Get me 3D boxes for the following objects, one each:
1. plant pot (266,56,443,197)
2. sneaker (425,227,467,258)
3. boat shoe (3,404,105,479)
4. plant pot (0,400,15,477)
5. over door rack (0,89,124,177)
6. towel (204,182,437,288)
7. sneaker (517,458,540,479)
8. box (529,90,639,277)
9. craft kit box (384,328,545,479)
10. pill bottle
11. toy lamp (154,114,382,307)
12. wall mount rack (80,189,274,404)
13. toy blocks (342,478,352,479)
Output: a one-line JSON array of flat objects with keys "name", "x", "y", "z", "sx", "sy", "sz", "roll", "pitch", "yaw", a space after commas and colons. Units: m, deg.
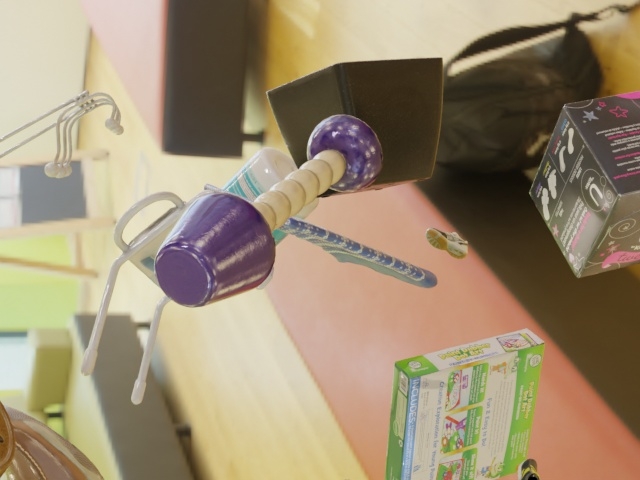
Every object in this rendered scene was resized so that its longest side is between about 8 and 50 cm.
[{"name": "plant pot", "x": 0.059, "y": -0.153, "z": 1.497, "sx": 0.188, "sy": 0.187, "sz": 0.167, "roll": -8, "pitch": 91, "yaw": 55}, {"name": "sneaker", "x": 0.212, "y": -0.002, "z": 1.782, "sx": 0.032, "sy": 0.083, "sz": 0.037, "roll": -35, "pitch": 29, "yaw": 47}, {"name": "boat shoe", "x": -0.331, "y": 0.344, "z": 1.333, "sx": 0.123, "sy": 0.116, "sz": 0.324, "roll": -2, "pitch": 127, "yaw": 46}, {"name": "plant pot", "x": -0.456, "y": 0.244, "z": 1.102, "sx": 0.254, "sy": 0.237, "sz": 0.237, "roll": -32, "pitch": 48, "yaw": 13}, {"name": "over door rack", "x": -0.459, "y": -0.133, "z": 1.629, "sx": 0.239, "sy": 0.324, "sz": 0.108, "roll": -161, "pitch": 52, "yaw": -81}, {"name": "towel", "x": 0.000, "y": 0.000, "z": 1.650, "sx": 0.243, "sy": 0.336, "sz": 0.040, "roll": 20, "pitch": 89, "yaw": 49}, {"name": "sneaker", "x": 0.300, "y": 0.340, "z": 1.512, "sx": 0.035, "sy": 0.031, "sz": 0.083, "roll": -38, "pitch": 9, "yaw": 36}, {"name": "box", "x": 0.398, "y": -0.074, "z": 1.235, "sx": 0.163, "sy": 0.247, "sz": 0.142, "roll": 99, "pitch": 156, "yaw": -52}, {"name": "craft kit box", "x": 0.222, "y": 0.277, "z": 1.645, "sx": 0.061, "sy": 0.247, "sz": 0.249, "roll": -135, "pitch": 42, "yaw": -54}, {"name": "pill bottle", "x": -0.138, "y": -0.034, "z": 1.916, "sx": 0.264, "sy": 0.146, "sz": 0.146, "roll": -43, "pitch": 43, "yaw": 20}, {"name": "toy lamp", "x": -0.035, "y": -0.028, "z": 0.817, "sx": 0.275, "sy": 0.080, "sz": 0.080, "roll": -45, "pitch": -24, "yaw": -56}, {"name": "wall mount rack", "x": -0.228, "y": 0.082, "z": 1.582, "sx": 0.130, "sy": 0.304, "sz": 0.350, "roll": 48, "pitch": 175, "yaw": 23}, {"name": "toy blocks", "x": 0.028, "y": 0.533, "z": 2.057, "sx": 0.148, "sy": 0.054, "sz": 0.123, "roll": -32, "pitch": 82, "yaw": 49}]
